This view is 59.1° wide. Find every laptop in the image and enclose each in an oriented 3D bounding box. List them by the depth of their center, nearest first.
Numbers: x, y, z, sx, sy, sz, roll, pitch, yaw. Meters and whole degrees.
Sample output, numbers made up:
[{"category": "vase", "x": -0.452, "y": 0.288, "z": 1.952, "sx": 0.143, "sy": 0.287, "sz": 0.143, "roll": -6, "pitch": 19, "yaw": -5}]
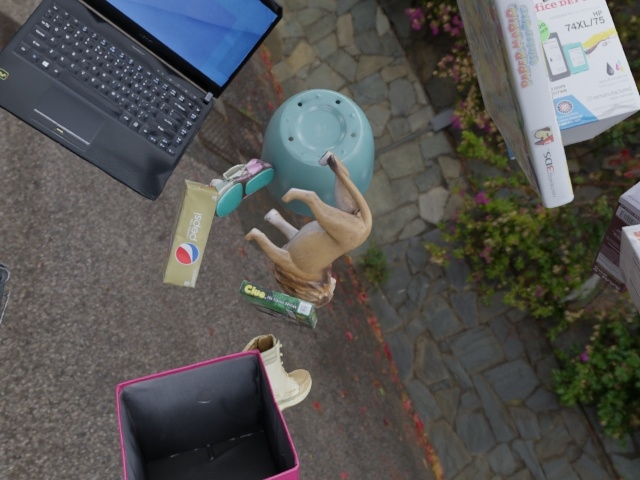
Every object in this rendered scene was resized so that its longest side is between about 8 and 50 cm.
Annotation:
[{"category": "laptop", "x": -0.215, "y": -0.225, "z": 0.662, "sx": 0.234, "sy": 0.137, "sz": 0.264, "roll": 34, "pitch": 69, "yaw": -22}]

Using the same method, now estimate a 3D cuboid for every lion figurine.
[{"category": "lion figurine", "x": 0.000, "y": 0.000, "z": 1.179, "sx": 0.240, "sy": 0.392, "sz": 0.142, "roll": 44, "pitch": 51, "yaw": -5}]

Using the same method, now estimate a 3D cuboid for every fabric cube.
[{"category": "fabric cube", "x": -0.190, "y": 0.390, "z": 0.972, "sx": 0.259, "sy": 0.254, "sz": 0.258, "roll": -120, "pitch": -155, "yaw": -48}]

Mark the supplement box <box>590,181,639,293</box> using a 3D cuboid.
[{"category": "supplement box", "x": 0.531, "y": -0.020, "z": 0.910, "sx": 0.073, "sy": 0.130, "sz": 0.239, "roll": 51, "pitch": -7, "yaw": 31}]

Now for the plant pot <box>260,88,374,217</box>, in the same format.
[{"category": "plant pot", "x": -0.002, "y": -0.224, "z": 1.353, "sx": 0.235, "sy": 0.293, "sz": 0.292, "roll": 105, "pitch": -37, "yaw": -77}]

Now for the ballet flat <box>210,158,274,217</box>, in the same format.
[{"category": "ballet flat", "x": -0.189, "y": -0.120, "z": 1.235, "sx": 0.221, "sy": 0.079, "sz": 0.076, "roll": -45, "pitch": 155, "yaw": -45}]

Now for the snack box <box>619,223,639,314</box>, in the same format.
[{"category": "snack box", "x": 0.303, "y": 0.066, "z": 0.494, "sx": 0.178, "sy": 0.022, "sz": 0.064, "roll": -86, "pitch": 162, "yaw": -49}]

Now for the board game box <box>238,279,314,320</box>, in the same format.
[{"category": "board game box", "x": -0.075, "y": 0.132, "z": 1.105, "sx": 0.259, "sy": 0.136, "sz": 0.030, "roll": 90, "pitch": 22, "yaw": -76}]

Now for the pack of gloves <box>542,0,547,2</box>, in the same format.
[{"category": "pack of gloves", "x": 0.401, "y": -0.493, "z": 0.822, "sx": 0.046, "sy": 0.232, "sz": 0.194, "roll": -13, "pitch": 80, "yaw": -83}]

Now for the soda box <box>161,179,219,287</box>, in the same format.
[{"category": "soda box", "x": -0.233, "y": -0.012, "z": 1.005, "sx": 0.058, "sy": 0.181, "sz": 0.061, "roll": 12, "pitch": 15, "yaw": -22}]

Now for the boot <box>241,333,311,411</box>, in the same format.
[{"category": "boot", "x": -0.116, "y": 0.347, "z": 1.524, "sx": 0.262, "sy": 0.095, "sz": 0.203, "roll": -17, "pitch": 108, "yaw": -52}]

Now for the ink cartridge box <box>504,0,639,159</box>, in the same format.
[{"category": "ink cartridge box", "x": 0.474, "y": -0.340, "z": 1.159, "sx": 0.197, "sy": 0.198, "sz": 0.269, "roll": 111, "pitch": -37, "yaw": -82}]

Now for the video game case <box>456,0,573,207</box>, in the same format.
[{"category": "video game case", "x": 0.144, "y": -0.166, "z": 0.466, "sx": 0.227, "sy": 0.026, "sz": 0.206, "roll": -86, "pitch": 154, "yaw": -57}]

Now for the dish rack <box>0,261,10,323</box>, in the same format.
[{"category": "dish rack", "x": -0.413, "y": 0.094, "z": 0.594, "sx": 0.271, "sy": 0.074, "sz": 0.208, "roll": 83, "pitch": 22, "yaw": -75}]
